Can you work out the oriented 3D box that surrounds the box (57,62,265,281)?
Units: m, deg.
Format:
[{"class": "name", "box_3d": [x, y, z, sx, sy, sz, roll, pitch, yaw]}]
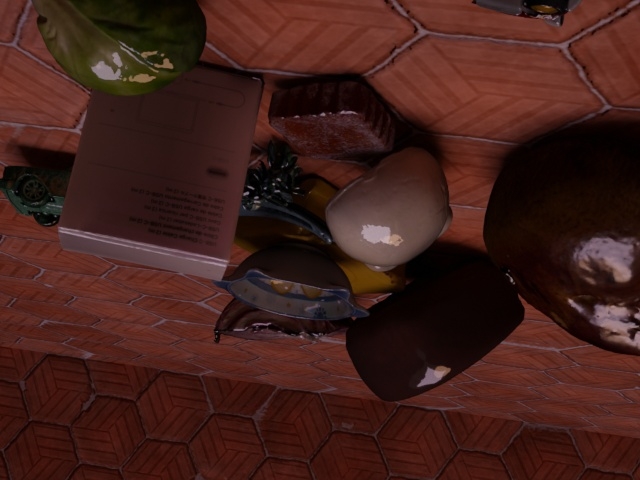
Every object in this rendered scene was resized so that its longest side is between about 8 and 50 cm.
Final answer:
[{"class": "box", "box_3d": [-0.192, -0.095, 1.153, 0.203, 0.251, 0.106, 12, 162, -9]}]

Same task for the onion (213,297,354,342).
[{"class": "onion", "box_3d": [-0.065, 0.155, 2.048, 0.314, 0.146, 0.280, -6, 171, 19]}]

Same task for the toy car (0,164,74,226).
[{"class": "toy car", "box_3d": [-0.360, -0.068, 1.561, 0.321, 0.097, 0.141, 8, 162, -1]}]

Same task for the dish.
[{"class": "dish", "box_3d": [-0.033, 0.053, 1.477, 0.236, 0.086, 0.228, 20, 158, -27]}]

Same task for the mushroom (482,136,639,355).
[{"class": "mushroom", "box_3d": [0.387, -0.011, 1.261, 0.345, 0.259, 0.345, 26, 148, 18]}]

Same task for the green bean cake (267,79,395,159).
[{"class": "green bean cake", "box_3d": [0.017, -0.153, 1.189, 0.136, 0.056, 0.135, -1, 158, 26]}]

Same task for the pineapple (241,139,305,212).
[{"class": "pineapple", "box_3d": [-0.130, -0.095, 1.389, 0.221, 0.103, 0.083, 3, -177, 27]}]

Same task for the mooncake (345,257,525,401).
[{"class": "mooncake", "box_3d": [0.203, 0.153, 1.721, 0.334, 0.174, 0.326, -35, 177, 8]}]

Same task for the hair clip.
[{"class": "hair clip", "box_3d": [-0.076, -0.046, 1.420, 0.275, 0.083, 0.048, 13, 133, 37]}]

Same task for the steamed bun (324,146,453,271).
[{"class": "steamed bun", "box_3d": [0.101, -0.036, 1.285, 0.177, 0.130, 0.228, -33, 174, 2]}]

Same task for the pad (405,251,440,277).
[{"class": "pad", "box_3d": [0.114, 0.046, 1.823, 0.235, 0.003, 0.158, 1, 160, 25]}]

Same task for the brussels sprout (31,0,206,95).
[{"class": "brussels sprout", "box_3d": [-0.208, -0.224, 0.970, 0.183, 0.145, 0.131, 10, 136, -19]}]

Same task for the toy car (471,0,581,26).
[{"class": "toy car", "box_3d": [0.175, -0.238, 0.805, 0.139, 0.112, 0.112, 12, 180, 24]}]

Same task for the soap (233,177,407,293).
[{"class": "soap", "box_3d": [0.000, 0.000, 1.591, 0.204, 0.096, 0.324, -4, 157, 37]}]
